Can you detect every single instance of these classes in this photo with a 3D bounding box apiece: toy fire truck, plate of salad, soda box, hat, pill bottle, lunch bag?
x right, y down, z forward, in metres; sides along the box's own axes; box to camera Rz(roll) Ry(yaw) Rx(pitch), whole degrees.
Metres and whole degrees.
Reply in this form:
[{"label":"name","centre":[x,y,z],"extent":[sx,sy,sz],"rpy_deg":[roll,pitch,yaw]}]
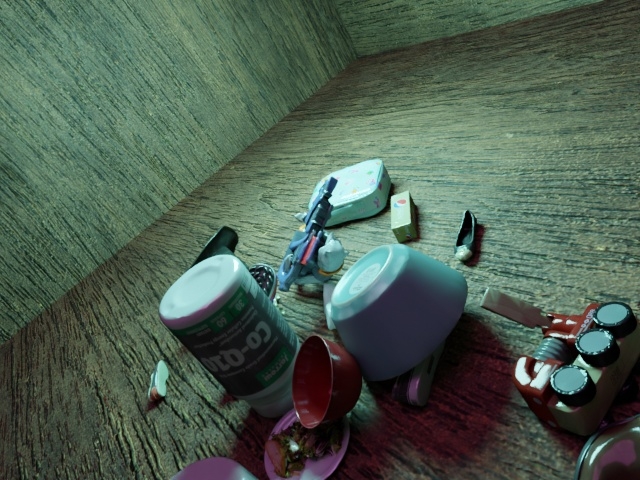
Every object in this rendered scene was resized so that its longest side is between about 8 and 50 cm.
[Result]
[{"label":"toy fire truck","centre":[0.395,0.188,0.808],"extent":[0.217,0.158,0.246],"rpy_deg":[-44,20,-20]},{"label":"plate of salad","centre":[-0.034,0.410,0.950],"extent":[0.200,0.048,0.200],"rpy_deg":[-23,30,14]},{"label":"soda box","centre":[0.252,-0.074,1.398],"extent":[0.061,0.058,0.181],"rpy_deg":[-19,32,21]},{"label":"hat","centre":[-0.321,0.121,1.515],"extent":[0.134,0.331,0.331],"rpy_deg":[24,52,11]},{"label":"pill bottle","centre":[-0.173,0.224,1.038],"extent":[0.204,0.361,0.204],"rpy_deg":[-23,31,15]},{"label":"lunch bag","centre":[0.101,-0.157,1.611],"extent":[0.279,0.108,0.224],"rpy_deg":[-15,39,29]}]

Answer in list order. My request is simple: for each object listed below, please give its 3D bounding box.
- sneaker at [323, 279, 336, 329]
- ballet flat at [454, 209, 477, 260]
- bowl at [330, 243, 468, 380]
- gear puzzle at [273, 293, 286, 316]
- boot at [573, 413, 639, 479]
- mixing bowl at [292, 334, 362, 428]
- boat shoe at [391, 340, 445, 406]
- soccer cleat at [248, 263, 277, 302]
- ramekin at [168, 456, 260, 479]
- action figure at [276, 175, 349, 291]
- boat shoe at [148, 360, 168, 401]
[{"label":"sneaker","centre":[0.056,0.168,1.219],"extent":[0.094,0.080,0.212],"rpy_deg":[-5,22,-4]},{"label":"ballet flat","centre":[0.375,-0.012,1.200],"extent":[0.057,0.049,0.173],"rpy_deg":[-12,35,32]},{"label":"bowl","centre":[0.141,0.126,0.998],"extent":[0.311,0.163,0.311],"rpy_deg":[-43,11,11]},{"label":"gear puzzle","centre":[-0.178,0.245,1.342],"extent":[0.175,0.044,0.339],"rpy_deg":[-30,33,-1]},{"label":"boot","centre":[0.462,0.261,0.528],"extent":[0.264,0.096,0.280],"rpy_deg":[-26,-13,-8]},{"label":"mixing bowl","centre":[0.022,0.290,0.944],"extent":[0.181,0.098,0.181],"rpy_deg":[-38,46,53]},{"label":"boat shoe","centre":[0.204,0.236,0.961],"extent":[0.070,0.078,0.219],"rpy_deg":[-4,42,38]},{"label":"soccer cleat","centre":[-0.191,0.223,1.251],"extent":[0.109,0.116,0.318],"rpy_deg":[15,75,13]},{"label":"ramekin","centre":[-0.203,0.533,0.821],"extent":[0.277,0.135,0.277],"rpy_deg":[-22,28,13]},{"label":"action figure","centre":[0.000,0.000,1.321],"extent":[0.341,0.178,0.330],"rpy_deg":[-63,20,-1]},{"label":"boat shoe","centre":[-0.481,0.413,1.359],"extent":[0.043,0.049,0.137],"rpy_deg":[-31,34,6]}]
